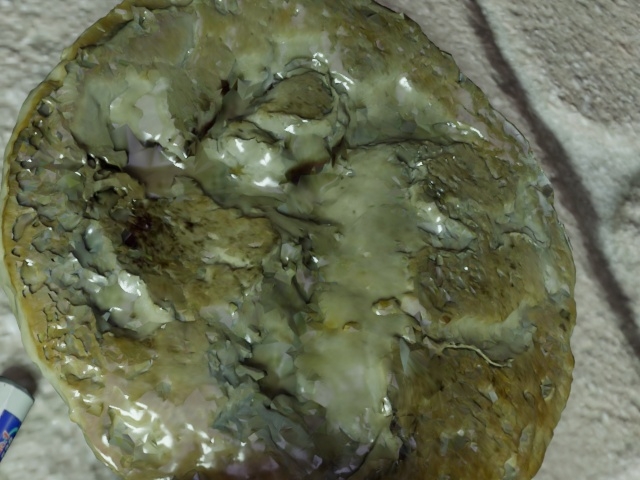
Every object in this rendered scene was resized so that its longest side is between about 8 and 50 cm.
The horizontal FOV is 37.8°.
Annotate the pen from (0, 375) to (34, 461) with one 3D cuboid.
[{"bbox_3d":[-0.186,0.153,0.419,0.025,0.025,0.204,28,56,-10],"label":"pen"}]

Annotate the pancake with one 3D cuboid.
[{"bbox_3d":[0.000,-0.001,0.555,0.387,0.082,0.386,13,55,-20],"label":"pancake"}]
